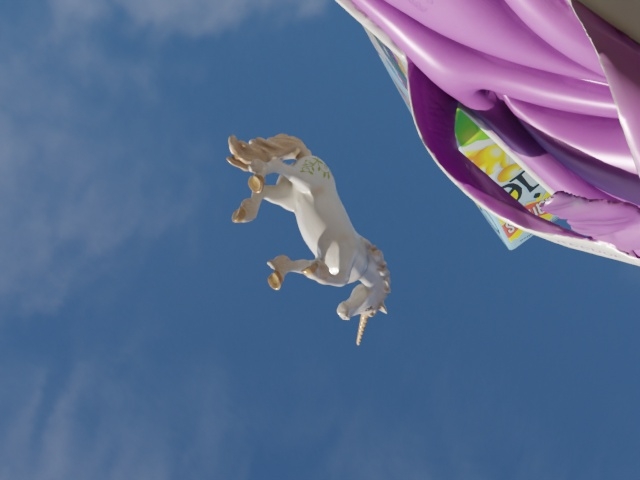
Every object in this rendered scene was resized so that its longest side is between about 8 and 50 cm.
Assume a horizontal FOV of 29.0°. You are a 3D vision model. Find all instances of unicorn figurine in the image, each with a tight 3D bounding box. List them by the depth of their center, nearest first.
[{"bbox_3d":[0.000,0.000,0.823,0.060,0.111,0.162,-13,-88,36],"label":"unicorn figurine"}]

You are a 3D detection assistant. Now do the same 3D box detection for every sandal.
[{"bbox_3d":[0.112,-0.054,0.592,0.416,0.169,0.102,37,-114,-7],"label":"sandal"}]

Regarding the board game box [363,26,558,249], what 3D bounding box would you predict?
[{"bbox_3d":[0.124,-0.137,0.862,0.142,0.275,0.144,-34,-123,3],"label":"board game box"}]
